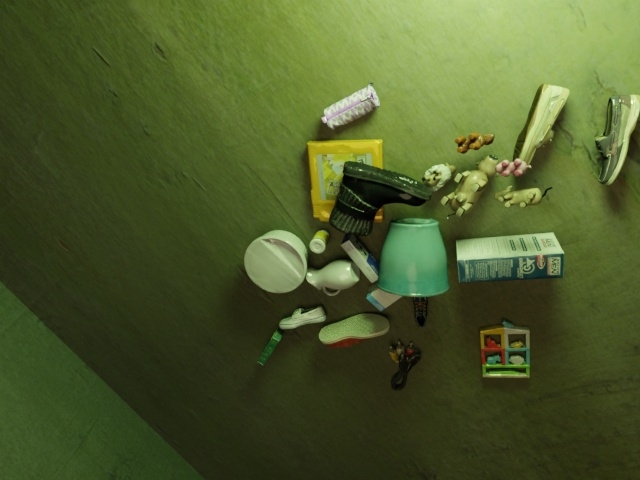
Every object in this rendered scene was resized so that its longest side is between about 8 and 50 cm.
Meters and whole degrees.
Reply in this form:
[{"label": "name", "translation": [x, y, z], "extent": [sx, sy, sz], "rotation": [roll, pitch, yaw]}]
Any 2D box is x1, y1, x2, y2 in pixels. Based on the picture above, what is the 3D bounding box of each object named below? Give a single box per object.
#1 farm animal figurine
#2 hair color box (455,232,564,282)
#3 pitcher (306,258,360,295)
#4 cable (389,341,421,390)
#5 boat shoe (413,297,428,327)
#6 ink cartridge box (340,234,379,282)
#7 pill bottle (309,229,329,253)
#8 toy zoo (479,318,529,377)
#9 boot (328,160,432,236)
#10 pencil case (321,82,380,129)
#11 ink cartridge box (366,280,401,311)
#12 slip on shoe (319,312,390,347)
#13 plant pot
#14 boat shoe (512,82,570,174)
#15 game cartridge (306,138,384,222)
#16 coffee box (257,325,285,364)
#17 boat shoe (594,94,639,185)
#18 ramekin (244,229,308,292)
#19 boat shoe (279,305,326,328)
[{"label": "farm animal figurine", "translation": [0.560, -0.197, 1.523], "extent": [0.327, 0.172, 0.330], "rotation": [-46, 71, 39]}, {"label": "hair color box", "translation": [0.680, 0.064, 1.629], "extent": [0.348, 0.174, 0.105], "rotation": [-5, 115, 17]}, {"label": "pitcher", "translation": [0.071, 0.165, 1.884], "extent": [0.207, 0.125, 0.177], "rotation": [-15, 132, 32]}, {"label": "cable", "translation": [0.386, 0.576, 2.048], "extent": [0.140, 0.072, 0.287], "rotation": [-6, 128, -1]}, {"label": "boat shoe", "translation": [0.419, 0.271, 1.853], "extent": [0.065, 0.083, 0.183], "rotation": [-5, 114, 17]}, {"label": "ink cartridge box", "translation": [0.170, 0.065, 1.809], "extent": [0.046, 0.097, 0.207], "rotation": [-33, 104, 26]}, {"label": "pill bottle", "translation": [0.000, 0.000, 1.810], "extent": [0.065, 0.116, 0.065], "rotation": [6, 118, 12]}, {"label": "toy zoo", "translation": [0.779, 0.458, 1.882], "extent": [0.193, 0.030, 0.293], "rotation": [-5, 114, 17]}, {"label": "boot", "translation": [0.211, -0.124, 1.623], "extent": [0.348, 0.131, 0.260], "rotation": [21, 116, 21]}, {"label": "pencil case", "translation": [0.109, -0.466, 1.565], "extent": [0.206, 0.088, 0.086], "rotation": [-23, 106, 25]}, {"label": "ink cartridge box", "translation": [0.277, 0.208, 1.854], "extent": [0.090, 0.092, 0.143], "rotation": [44, 119, -10]}, {"label": "slip on shoe", "translation": [0.157, 0.409, 1.986], "extent": [0.332, 0.123, 0.101], "rotation": [-19, 132, 22]}, {"label": "plant pot", "translation": [0.351, 0.049, 1.674], "extent": [0.272, 0.272, 0.255], "rotation": [2, 101, 14]}, {"label": "boat shoe", "translation": [0.716, -0.350, 1.455], "extent": [0.098, 0.109, 0.302], "rotation": [14, 115, 6]}, {"label": "game cartridge", "translation": [0.099, -0.223, 1.710], "extent": [0.286, 0.052, 0.323], "rotation": [1, 115, 14]}, {"label": "coffee box", "translation": [-0.231, 0.496, 2.123], "extent": [0.040, 0.113, 0.184], "rotation": [32, 121, 1]}, {"label": "boat shoe", "translation": [0.927, -0.319, 1.419], "extent": [0.093, 0.103, 0.285], "rotation": [10, 114, 15]}, {"label": "ramekin", "translation": [-0.176, 0.079, 1.891], "extent": [0.273, 0.127, 0.272], "rotation": [6, 117, 13]}, {"label": "boat shoe", "translation": [-0.087, 0.344, 2.037], "extent": [0.227, 0.083, 0.075], "rotation": [-14, 100, 9]}]
